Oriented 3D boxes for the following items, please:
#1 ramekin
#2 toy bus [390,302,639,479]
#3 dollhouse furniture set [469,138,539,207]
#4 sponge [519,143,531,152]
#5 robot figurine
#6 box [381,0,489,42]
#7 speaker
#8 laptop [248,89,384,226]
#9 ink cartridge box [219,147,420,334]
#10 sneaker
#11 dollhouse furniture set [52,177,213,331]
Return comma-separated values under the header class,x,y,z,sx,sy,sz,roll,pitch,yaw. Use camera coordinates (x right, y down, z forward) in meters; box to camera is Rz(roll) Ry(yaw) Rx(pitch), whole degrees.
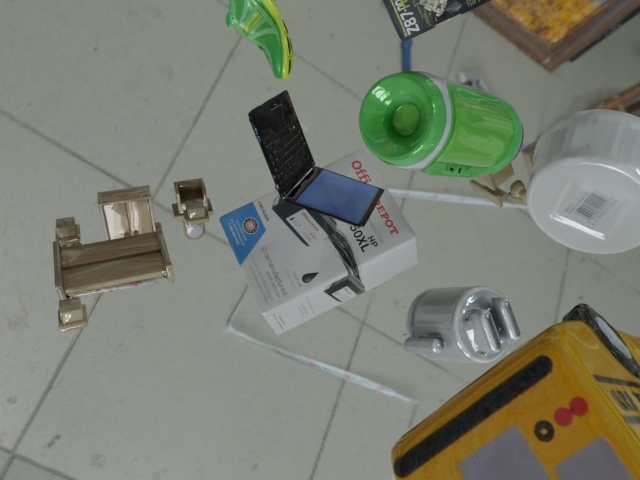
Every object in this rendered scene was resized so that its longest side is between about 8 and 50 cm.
class,x,y,z,sx,sy,sz,roll,pitch,yaw
ramekin,0.536,-0.102,1.407,0.277,0.277,0.135,40,53,-12
toy bus,0.177,0.127,0.435,0.332,0.108,0.130,18,34,-51
dollhouse furniture set,0.407,-0.162,1.600,0.151,0.123,0.144,-35,126,-8
sponge,0.601,-0.279,2.220,0.210,0.117,0.031,1,96,13
robot figurine,0.360,0.223,1.924,0.300,0.353,0.200,-20,95,-28
box,0.210,-0.557,1.227,0.395,0.318,0.097,48,20,-52
speaker,0.178,-0.156,1.011,0.296,0.131,0.131,-3,73,-54
laptop,0.000,-0.164,1.401,0.234,0.136,0.264,-56,128,-65
ink cartridge box,0.000,0.000,1.745,0.395,0.166,0.285,-27,64,-3
sneaker,-0.149,-0.498,1.672,0.123,0.109,0.296,-25,89,6
dollhouse furniture set,-0.326,0.062,1.365,0.303,0.174,0.355,-11,38,-13
